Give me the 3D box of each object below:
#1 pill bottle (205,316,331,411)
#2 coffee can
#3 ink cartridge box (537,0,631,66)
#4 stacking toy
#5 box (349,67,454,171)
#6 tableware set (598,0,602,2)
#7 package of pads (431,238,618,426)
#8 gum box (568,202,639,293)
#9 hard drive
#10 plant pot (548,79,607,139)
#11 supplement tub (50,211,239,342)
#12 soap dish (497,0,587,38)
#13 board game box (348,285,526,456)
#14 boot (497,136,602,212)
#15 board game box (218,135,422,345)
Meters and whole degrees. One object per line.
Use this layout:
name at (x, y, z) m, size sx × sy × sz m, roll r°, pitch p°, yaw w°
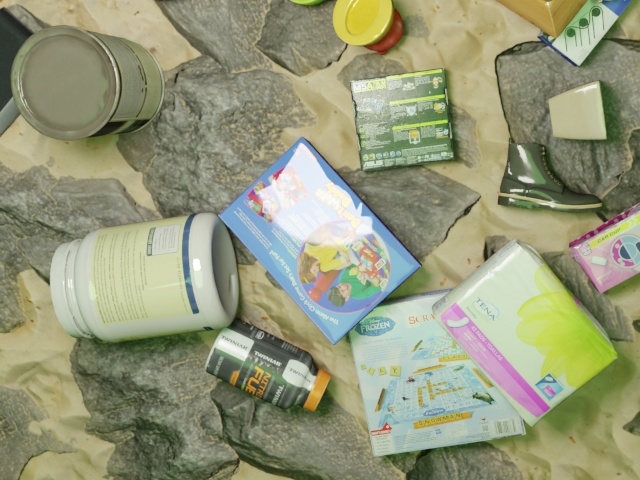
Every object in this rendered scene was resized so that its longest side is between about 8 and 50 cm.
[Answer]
pill bottle at (-0.104, 0.264, 1.756) m, size 0.245 × 0.130 × 0.130 m, roll 25°, pitch 101°, yaw 2°
coffee can at (-0.435, -0.299, 1.629) m, size 0.201 × 0.275 × 0.202 m, roll 1°, pitch 99°, yaw 7°
ink cartridge box at (0.517, -0.443, 1.609) m, size 0.097 × 0.046 × 0.207 m, roll 37°, pitch 101°, yaw -1°
stacking toy at (0.087, -0.534, 1.642) m, size 0.279 × 0.130 × 0.309 m, roll 31°, pitch 100°, yaw 28°
box at (0.162, -0.239, 1.687) m, size 0.190 × 0.045 × 0.184 m, roll -7°, pitch 96°, yaw 9°
tableware set at (0.483, -0.491, 1.576) m, size 0.168 × 0.020 × 0.141 m, roll -19°, pitch 77°, yaw 22°
package of pads at (0.392, 0.170, 1.625) m, size 0.229 × 0.101 × 0.296 m, roll -42°, pitch 90°, yaw 11°
gum box at (0.592, 0.013, 1.665) m, size 0.188 × 0.062 × 0.107 m, roll -31°, pitch 94°, yaw 10°
hard drive at (-0.685, -0.339, 1.765) m, size 0.172 × 0.054 × 0.255 m, roll 42°, pitch 101°, yaw -1°
plant pot at (0.490, -0.244, 1.619) m, size 0.096 × 0.109 × 0.109 m, roll -7°, pitch 99°, yaw 20°
supplement tub at (-0.346, 0.079, 1.702) m, size 0.324 × 0.235 × 0.236 m, roll -8°, pitch 98°, yaw 8°
soap dish at (0.426, -0.548, 1.531) m, size 0.229 × 0.118 × 0.291 m, roll 42°, pitch 101°, yaw 23°
board game box at (0.235, 0.264, 1.747) m, size 0.318 × 0.066 × 0.318 m, roll -10°, pitch 98°, yaw 9°
boot at (0.454, -0.126, 1.658) m, size 0.197 × 0.077 × 0.137 m, roll 6°, pitch 95°, yaw 5°
board game box at (0.000, 0.000, 1.691) m, size 0.233 × 0.078 × 0.347 m, roll -42°, pitch 84°, yaw 6°
